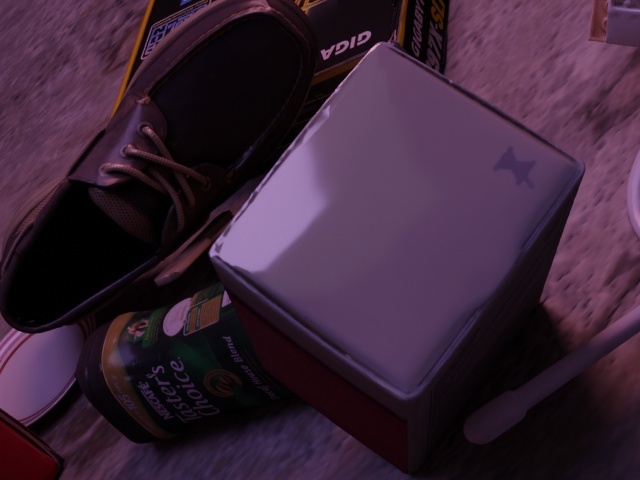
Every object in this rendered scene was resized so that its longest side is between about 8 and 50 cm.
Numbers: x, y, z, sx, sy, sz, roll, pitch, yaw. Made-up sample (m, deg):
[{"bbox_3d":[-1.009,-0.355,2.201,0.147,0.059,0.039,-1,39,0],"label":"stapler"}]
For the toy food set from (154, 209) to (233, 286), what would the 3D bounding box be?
[{"bbox_3d":[0.000,0.000,0.931,0.218,0.071,0.128,-21,17,24],"label":"toy food set"}]

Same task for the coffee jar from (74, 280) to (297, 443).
[{"bbox_3d":[-0.081,0.082,0.887,0.184,0.096,0.079,-21,36,27],"label":"coffee jar"}]

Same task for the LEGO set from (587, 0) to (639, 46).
[{"bbox_3d":[0.314,-0.165,0.759,0.287,0.132,0.107,-16,35,41],"label":"LEGO set"}]

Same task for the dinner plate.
[{"bbox_3d":[-0.246,0.111,1.077,0.141,0.017,0.141,-24,41,23],"label":"dinner plate"}]

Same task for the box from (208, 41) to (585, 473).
[{"bbox_3d":[0.044,0.022,0.698,0.127,0.232,0.148,35,76,15],"label":"box"}]

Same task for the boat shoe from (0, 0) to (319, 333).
[{"bbox_3d":[-0.129,-0.044,0.982,0.355,0.132,0.130,-46,20,23],"label":"boat shoe"}]

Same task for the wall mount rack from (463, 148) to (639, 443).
[{"bbox_3d":[0.244,0.017,0.629,0.350,0.130,0.304,23,86,52],"label":"wall mount rack"}]

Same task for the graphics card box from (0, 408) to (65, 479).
[{"bbox_3d":[-0.413,0.141,1.021,0.371,0.233,0.094,1,54,42],"label":"graphics card box"}]

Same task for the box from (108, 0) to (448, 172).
[{"bbox_3d":[-0.038,-0.181,1.132,0.322,0.079,0.257,-19,41,29],"label":"box"}]
